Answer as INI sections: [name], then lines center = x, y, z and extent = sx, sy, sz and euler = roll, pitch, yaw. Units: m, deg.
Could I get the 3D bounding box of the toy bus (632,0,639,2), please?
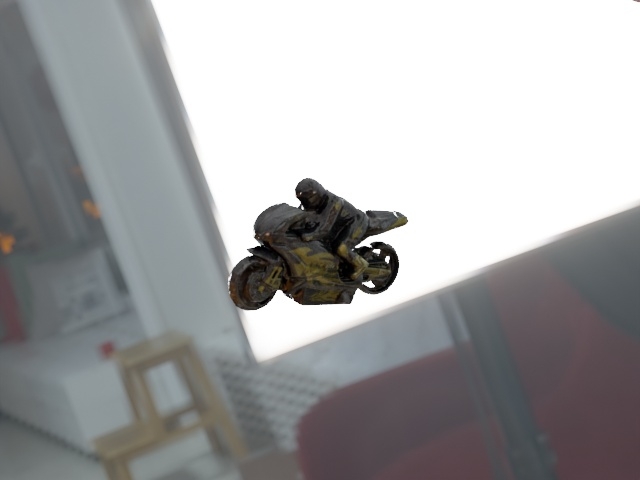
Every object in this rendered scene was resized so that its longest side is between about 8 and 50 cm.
[toy bus]
center = 0.203, -0.266, 1.467
extent = 0.090, 0.203, 0.063
euler = -49, -5, 21

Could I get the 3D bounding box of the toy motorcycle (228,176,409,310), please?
[toy motorcycle]
center = 0.000, 0.000, 1.809
extent = 0.193, 0.124, 0.061
euler = -6, 20, -33
